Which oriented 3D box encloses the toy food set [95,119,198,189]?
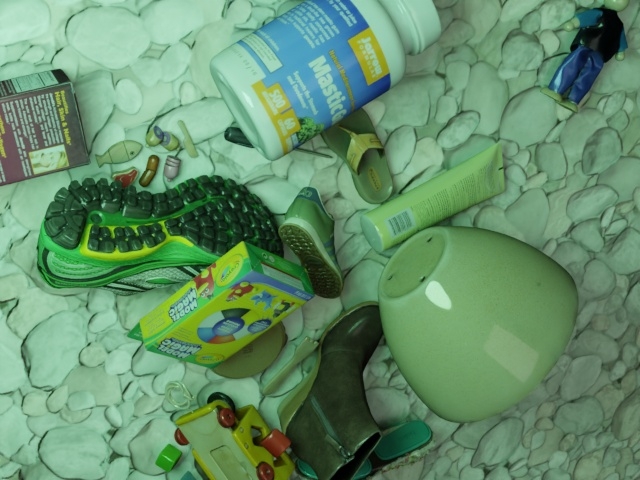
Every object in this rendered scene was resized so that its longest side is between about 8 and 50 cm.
[{"bbox_3d":[-0.219,-0.102,1.265,0.122,0.019,0.077,-29,121,-11],"label":"toy food set"}]

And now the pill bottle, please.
[{"bbox_3d":[0.011,-0.230,1.239,0.272,0.152,0.152,-33,122,-8],"label":"pill bottle"}]

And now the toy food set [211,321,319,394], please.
[{"bbox_3d":[-0.108,0.142,1.420,0.132,0.038,0.192,-48,128,9],"label":"toy food set"}]

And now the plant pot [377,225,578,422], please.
[{"bbox_3d":[0.192,0.089,1.401,0.191,0.284,0.284,40,92,-24],"label":"plant pot"}]

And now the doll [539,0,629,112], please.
[{"bbox_3d":[0.400,-0.289,1.458,0.129,0.046,0.189,25,100,-32],"label":"doll"}]

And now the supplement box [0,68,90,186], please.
[{"bbox_3d":[-0.376,-0.124,1.146,0.188,0.081,0.104,-16,118,-17],"label":"supplement box"}]

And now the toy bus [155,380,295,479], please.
[{"bbox_3d":[-0.127,0.285,1.427,0.191,0.104,0.202,18,119,13],"label":"toy bus"}]

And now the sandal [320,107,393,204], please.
[{"bbox_3d":[0.059,-0.120,1.370,0.072,0.049,0.180,-35,122,-8],"label":"sandal"}]

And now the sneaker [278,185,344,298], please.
[{"bbox_3d":[0.000,0.000,1.384,0.192,0.064,0.086,63,38,-52],"label":"sneaker"}]

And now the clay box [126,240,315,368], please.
[{"bbox_3d":[-0.131,0.096,1.272,0.222,0.053,0.127,-38,143,23],"label":"clay box"}]

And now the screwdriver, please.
[{"bbox_3d":[-0.056,-0.126,1.335,0.170,0.024,0.025,14,135,-36],"label":"screwdriver"}]

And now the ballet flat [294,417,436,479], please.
[{"bbox_3d":[0.073,0.353,1.569,0.241,0.091,0.077,-11,138,-16],"label":"ballet flat"}]

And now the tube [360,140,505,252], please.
[{"bbox_3d":[0.173,-0.060,1.450,0.240,0.070,0.062,-27,81,-16],"label":"tube"}]

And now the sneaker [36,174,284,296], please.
[{"bbox_3d":[-0.203,0.000,1.277,0.344,0.134,0.146,3,147,-33],"label":"sneaker"}]

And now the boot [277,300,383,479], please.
[{"bbox_3d":[0.049,0.224,1.422,0.090,0.207,0.248,35,94,-33],"label":"boot"}]
